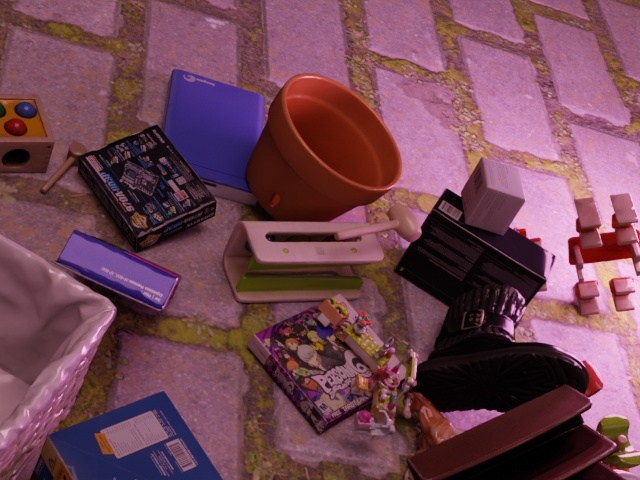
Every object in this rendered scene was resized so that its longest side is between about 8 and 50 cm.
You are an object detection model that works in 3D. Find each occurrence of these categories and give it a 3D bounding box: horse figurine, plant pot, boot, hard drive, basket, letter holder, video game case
[{"bbox_3d":[0.249,0.378,1.911,0.263,0.066,0.175,19,48,-8],"label":"horse figurine"},{"bbox_3d":[-0.011,-0.155,2.165,0.290,0.203,0.291,27,39,-24],"label":"plant pot"},{"bbox_3d":[0.346,0.188,1.988,0.260,0.347,0.131,-48,125,-47],"label":"boot"},{"bbox_3d":[-0.223,-0.219,2.263,0.210,0.040,0.319,15,43,-15],"label":"hard drive"},{"bbox_3d":[-0.524,0.179,1.520,0.331,0.266,0.328,31,41,1],"label":"basket"},{"bbox_3d":[0.320,0.377,1.717,0.301,0.214,0.152,-24,99,-6],"label":"letter holder"},{"bbox_3d":[0.018,0.215,1.960,0.232,0.042,0.210,-22,62,-42],"label":"video game case"}]

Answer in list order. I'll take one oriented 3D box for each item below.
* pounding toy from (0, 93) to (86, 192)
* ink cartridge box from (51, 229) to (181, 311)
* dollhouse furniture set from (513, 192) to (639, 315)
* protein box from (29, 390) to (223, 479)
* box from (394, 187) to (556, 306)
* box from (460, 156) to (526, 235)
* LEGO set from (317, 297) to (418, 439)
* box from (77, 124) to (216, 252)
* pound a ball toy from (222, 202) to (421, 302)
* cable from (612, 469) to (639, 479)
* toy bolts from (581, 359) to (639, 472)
[{"bbox_3d":[-0.528,-0.183,2.013,0.206,0.094,0.181,-3,50,-31],"label":"pounding toy"},{"bbox_3d":[-0.316,0.049,1.747,0.175,0.069,0.371,25,-2,-5],"label":"ink cartridge box"},{"bbox_3d":[0.548,0.022,2.315,0.259,0.262,0.135,-7,42,6],"label":"dollhouse furniture set"},{"bbox_3d":[-0.276,0.359,1.576,0.201,0.136,0.200,-17,59,-40],"label":"protein box"},{"bbox_3d":[0.308,0.046,2.188,0.261,0.184,0.103,33,37,4],"label":"box"},{"bbox_3d":[0.334,-0.086,2.120,0.087,0.102,0.101,16,38,-13],"label":"box"},{"bbox_3d":[0.096,0.200,1.904,0.132,0.107,0.287,6,49,-27],"label":"LEGO set"},{"bbox_3d":[-0.325,-0.102,2.048,0.175,0.051,0.220,-27,64,-27],"label":"box"},{"bbox_3d":[0.000,0.000,2.041,0.319,0.208,0.136,-1,49,-29],"label":"pound a ball toy"},{"bbox_3d":[0.484,0.515,1.822,0.257,0.089,0.257,44,64,-10],"label":"cable"},{"bbox_3d":[0.439,0.350,1.979,0.218,0.158,0.229,1,48,-24],"label":"toy bolts"}]
